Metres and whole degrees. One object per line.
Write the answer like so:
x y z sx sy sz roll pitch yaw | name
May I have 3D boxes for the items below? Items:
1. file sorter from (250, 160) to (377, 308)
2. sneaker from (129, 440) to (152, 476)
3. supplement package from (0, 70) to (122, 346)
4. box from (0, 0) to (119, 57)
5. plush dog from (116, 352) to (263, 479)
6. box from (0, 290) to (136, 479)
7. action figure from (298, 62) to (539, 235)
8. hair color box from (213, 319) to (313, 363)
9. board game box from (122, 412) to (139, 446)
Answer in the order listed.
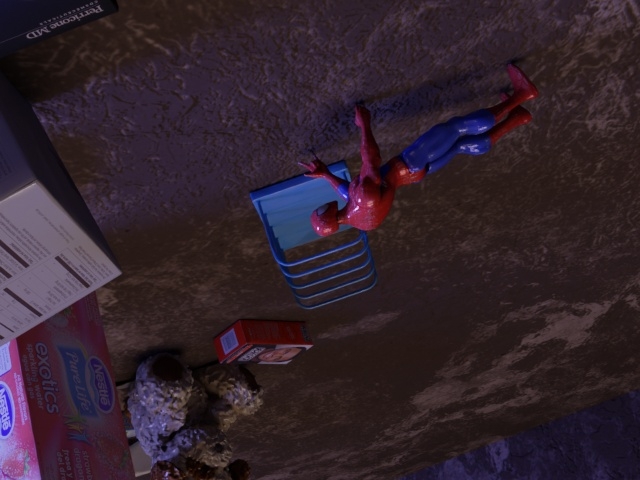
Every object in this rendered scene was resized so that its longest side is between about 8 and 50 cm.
0.000 0.000 1.341 0.118 0.104 0.170 -19 156 1 | file sorter
-0.371 0.392 1.883 0.212 0.080 0.094 -6 165 -29 | sneaker
-0.340 -0.014 0.873 0.263 0.199 0.198 -31 157 -4 | supplement package
-0.293 -0.187 0.719 0.261 0.103 0.184 -20 159 5 | box
-0.216 0.318 1.731 0.211 0.225 0.262 -31 154 26 | plush dog
-0.332 0.191 1.270 0.154 0.299 0.142 -33 151 28 | box
0.085 -0.112 1.198 0.280 0.139 0.091 -37 157 -15 | action figure
-0.087 0.158 1.702 0.141 0.043 0.072 5 146 -45 | hair color box
-0.356 0.344 1.922 0.212 0.039 0.160 -1 151 -37 | board game box
